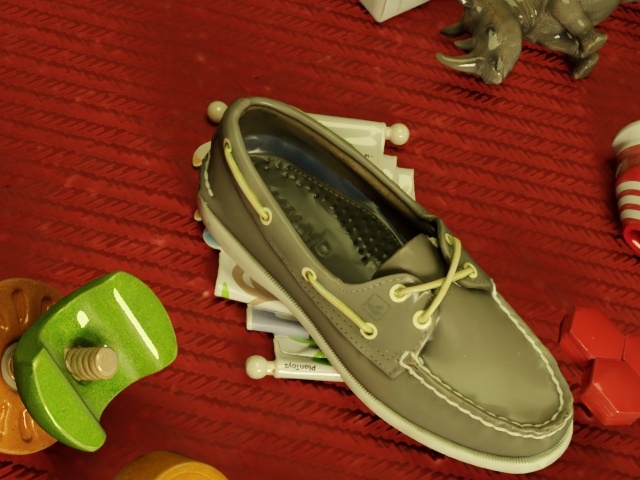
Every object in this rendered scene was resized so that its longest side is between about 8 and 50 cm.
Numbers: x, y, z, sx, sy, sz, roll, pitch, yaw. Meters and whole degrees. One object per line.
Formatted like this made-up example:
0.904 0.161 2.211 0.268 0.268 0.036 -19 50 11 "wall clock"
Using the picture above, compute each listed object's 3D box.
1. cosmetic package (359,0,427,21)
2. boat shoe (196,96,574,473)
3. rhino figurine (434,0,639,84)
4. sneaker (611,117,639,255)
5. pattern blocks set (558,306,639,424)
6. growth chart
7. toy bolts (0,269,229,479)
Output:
0.033 -0.389 1.130 0.217 0.156 0.385 -29 69 -25 "cosmetic package"
0.041 0.025 0.876 0.305 0.091 0.109 41 59 16 "boat shoe"
0.185 -0.183 1.083 0.243 0.073 0.106 -26 71 -25 "rhino figurine"
0.323 -0.013 1.012 0.221 0.087 0.128 5 65 5 "sneaker"
0.303 0.179 0.866 0.285 0.026 0.325 0 54 -32 "pattern blocks set"
0.000 0.000 0.954 0.172 0.021 0.237 -1 57 -12 "growth chart"
-0.180 0.155 0.776 0.228 0.158 0.218 -47 117 -42 "toy bolts"
